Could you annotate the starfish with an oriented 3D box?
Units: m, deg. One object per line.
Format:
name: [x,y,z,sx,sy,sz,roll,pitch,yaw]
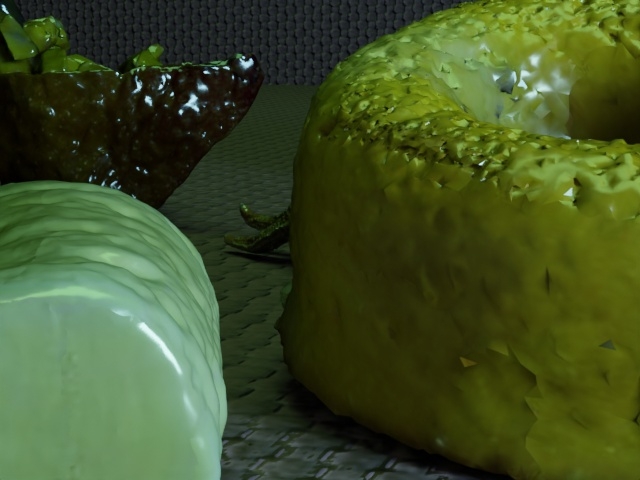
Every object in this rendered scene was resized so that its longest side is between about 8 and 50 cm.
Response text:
starfish: [0.002,-0.005,0.821,0.133,0.041,0.130,0,11,4]

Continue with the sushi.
sushi: [-0.196,-0.105,1.021,0.167,0.179,0.296,-1,9,-40]

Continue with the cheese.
cheese: [-0.088,0.037,0.403,0.123,0.094,0.167,1,9,-3]

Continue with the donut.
donut: [0.111,-0.021,0.521,0.277,0.108,0.277,-7,25,3]
